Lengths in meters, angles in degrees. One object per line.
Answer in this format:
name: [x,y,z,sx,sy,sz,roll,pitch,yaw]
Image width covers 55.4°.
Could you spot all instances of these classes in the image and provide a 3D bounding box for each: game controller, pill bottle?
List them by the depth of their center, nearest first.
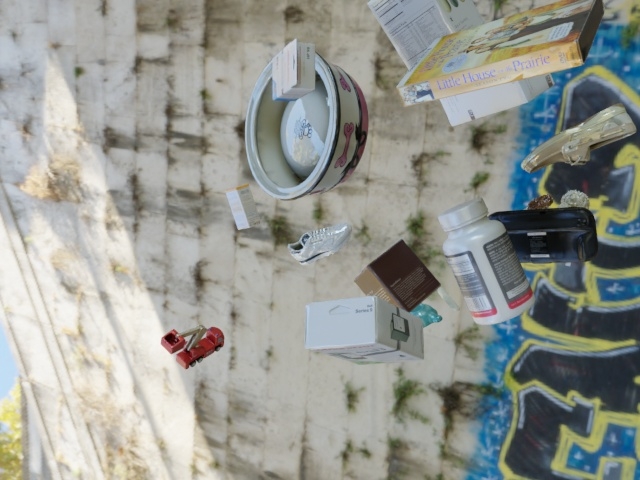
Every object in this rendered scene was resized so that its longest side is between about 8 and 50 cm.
pill bottle: [0.441,0.053,1.658,0.176,0.176,0.318,-29,-84,-55]
game controller: [0.647,-0.011,1.805,0.067,0.319,0.166,-39,-62,-45]

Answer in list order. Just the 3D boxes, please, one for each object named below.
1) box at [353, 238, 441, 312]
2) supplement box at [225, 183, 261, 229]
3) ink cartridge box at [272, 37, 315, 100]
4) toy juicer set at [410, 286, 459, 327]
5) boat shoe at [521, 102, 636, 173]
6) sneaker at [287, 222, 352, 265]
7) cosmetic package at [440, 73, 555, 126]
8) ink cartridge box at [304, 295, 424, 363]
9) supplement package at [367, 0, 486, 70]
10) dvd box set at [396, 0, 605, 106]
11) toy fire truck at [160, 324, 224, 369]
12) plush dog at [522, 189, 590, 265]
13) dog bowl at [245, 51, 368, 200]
box: [0.252,0.140,2.026,0.167,0.203,0.168,-36,-8,-23]
supplement box: [-0.179,-0.078,1.417,0.036,0.062,0.098,-23,-80,-32]
ink cartridge box: [-0.057,-0.386,1.393,0.060,0.180,0.104,-1,-88,-21]
toy juicer set: [0.387,0.273,2.343,0.089,0.329,0.209,63,-157,-19]
boat shoe: [0.705,-0.257,1.678,0.098,0.302,0.109,65,-162,13]
sneaker: [0.000,0.000,2.127,0.095,0.235,0.090,49,-163,-34]
cosmetic package: [0.576,-0.550,2.088,0.156,0.385,0.217,-34,-79,-22]
ink cartridge box: [0.119,0.244,1.605,0.289,0.211,0.121,29,-124,-52]
supplement package: [0.324,-0.684,1.846,0.262,0.198,0.199,54,-132,-11]
dvd box set: [0.421,-0.450,1.438,0.307,0.421,0.062,-53,-54,-40]
toy fire truck: [-0.331,0.267,1.609,0.192,0.047,0.135,-28,-37,-42]
plush dog: [0.769,-0.040,2.063,0.210,0.226,0.262,-80,7,-48]
dog bowl: [-0.035,-0.307,1.664,0.151,0.408,0.407,1,-81,-40]
